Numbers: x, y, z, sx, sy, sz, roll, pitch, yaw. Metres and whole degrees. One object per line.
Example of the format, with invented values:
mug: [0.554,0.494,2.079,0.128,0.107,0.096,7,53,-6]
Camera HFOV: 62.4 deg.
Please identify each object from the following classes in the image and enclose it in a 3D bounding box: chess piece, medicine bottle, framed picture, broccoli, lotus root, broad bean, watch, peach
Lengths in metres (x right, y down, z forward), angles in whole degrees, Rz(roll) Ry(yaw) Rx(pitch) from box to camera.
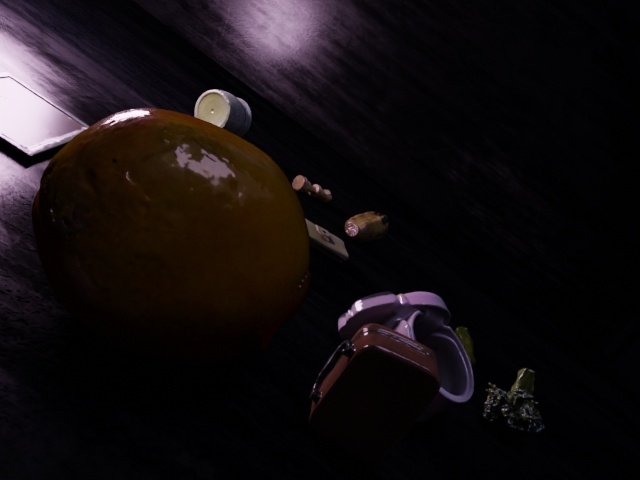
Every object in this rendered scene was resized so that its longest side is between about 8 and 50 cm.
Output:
chess piece: [-0.022,-0.176,1.872,0.172,0.060,0.060,23,22,-46]
medicine bottle: [-0.317,-0.411,1.733,0.147,0.147,0.143,42,16,15]
framed picture: [-0.578,-0.244,1.005,0.216,0.016,0.273,35,18,-10]
broccoli: [0.448,0.369,1.208,0.167,0.160,0.154,24,-9,-8]
lotus root: [0.153,-0.043,1.806,0.110,0.097,0.258,36,23,22]
broad bean: [0.406,0.302,1.485,0.052,0.052,0.256,-2,14,14]
watch: [0.166,0.232,1.042,0.244,0.196,0.231,23,43,-37]
peach: [-0.175,-0.004,0.714,0.372,0.290,0.373,37,18,-14]

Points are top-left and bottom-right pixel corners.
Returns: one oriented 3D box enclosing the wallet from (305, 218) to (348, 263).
wallet: [0.000,0.000,1.476,0.155,0.039,0.110,30,22,-21]

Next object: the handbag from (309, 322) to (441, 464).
handbag: [0.072,0.224,0.779,0.151,0.193,0.072,28,22,-6]
